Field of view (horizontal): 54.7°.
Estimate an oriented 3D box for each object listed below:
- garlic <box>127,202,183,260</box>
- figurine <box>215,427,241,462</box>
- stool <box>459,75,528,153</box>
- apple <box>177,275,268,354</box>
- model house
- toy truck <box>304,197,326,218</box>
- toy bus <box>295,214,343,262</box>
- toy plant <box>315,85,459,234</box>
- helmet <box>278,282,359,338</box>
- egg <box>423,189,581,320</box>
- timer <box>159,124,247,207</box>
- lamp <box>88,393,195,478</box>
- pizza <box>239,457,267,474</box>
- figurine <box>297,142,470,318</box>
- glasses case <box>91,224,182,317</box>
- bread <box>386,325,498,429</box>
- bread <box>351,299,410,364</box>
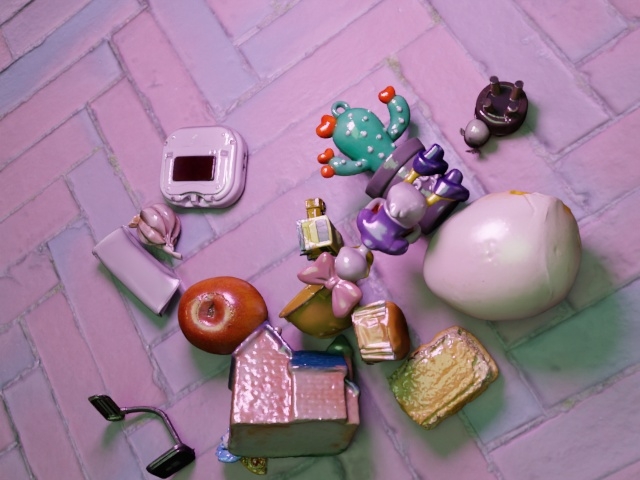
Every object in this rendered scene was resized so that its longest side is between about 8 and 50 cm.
[{"bbox_3d":[-0.444,-0.023,1.742,0.127,0.131,0.194,-46,60,8],"label":"garlic"},{"bbox_3d":[-0.229,0.526,1.590,0.114,0.079,0.114,-22,40,20],"label":"figurine"},{"bbox_3d":[0.424,-0.311,1.518,0.217,0.121,0.125,-44,71,1],"label":"stool"},{"bbox_3d":[-0.260,0.193,1.617,0.235,0.173,0.210,-20,74,13],"label":"apple"},{"bbox_3d":[-0.070,0.352,1.512,0.312,0.245,0.280,2,50,-7],"label":"model house"},{"bbox_3d":[-0.014,-0.075,1.650,0.049,0.054,0.083,-9,76,17],"label":"toy truck"},{"bbox_3d":[0.000,0.000,1.570,0.101,0.175,0.088,-13,75,9],"label":"toy bus"},{"bbox_3d":[0.171,-0.206,1.538,0.400,0.185,0.279,43,99,13],"label":"toy plant"},{"bbox_3d":[0.024,0.159,1.518,0.205,0.257,0.140,-36,93,34],"label":"helmet"},{"bbox_3d":[0.398,0.039,1.372,0.345,0.283,0.283,-17,74,27],"label":"egg"},{"bbox_3d":[-0.340,-0.212,1.770,0.262,0.087,0.237,1,80,19],"label":"timer"},{"bbox_3d":[-0.472,0.490,1.623,0.283,0.203,0.124,35,73,25],"label":"lamp"},{"bbox_3d":[-0.168,0.559,1.592,0.083,0.025,0.078,20,89,22],"label":"pizza"},{"bbox_3d":[0.147,-0.022,1.361,0.154,0.193,0.421,45,104,7],"label":"figurine"},{"bbox_3d":[-0.515,0.086,1.775,0.308,0.083,0.128,39,87,21],"label":"glasses case"},{"bbox_3d":[0.281,0.318,1.437,0.245,0.121,0.174,-41,79,3],"label":"bread"},{"bbox_3d":[0.147,0.216,1.436,0.107,0.241,0.136,-13,76,11],"label":"bread"}]
